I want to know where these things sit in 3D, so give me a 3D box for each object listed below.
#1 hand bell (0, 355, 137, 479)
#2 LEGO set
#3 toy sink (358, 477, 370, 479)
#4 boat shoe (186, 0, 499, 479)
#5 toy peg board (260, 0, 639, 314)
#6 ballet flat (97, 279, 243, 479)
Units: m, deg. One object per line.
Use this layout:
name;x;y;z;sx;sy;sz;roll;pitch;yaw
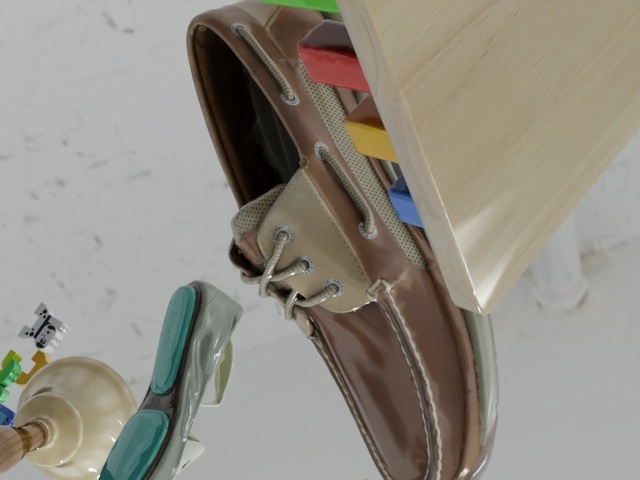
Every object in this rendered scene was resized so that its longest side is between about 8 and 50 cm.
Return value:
hand bell;-0.257;0.173;0.982;0.126;0.242;0.126;0;-92;9
LEGO set;-0.388;0.209;1.494;0.093;0.087;0.227;25;-107;26
toy sink;0.063;0.305;0.792;0.234;0.131;0.153;40;-106;4
boat shoe;0.000;0.000;0.654;0.116;0.123;0.324;-9;-111;-33
toy peg board;0.059;-0.088;0.440;0.079;0.161;0.161;20;-124;42
ballet flat;-0.112;0.137;0.888;0.072;0.068;0.213;-4;-118;53
